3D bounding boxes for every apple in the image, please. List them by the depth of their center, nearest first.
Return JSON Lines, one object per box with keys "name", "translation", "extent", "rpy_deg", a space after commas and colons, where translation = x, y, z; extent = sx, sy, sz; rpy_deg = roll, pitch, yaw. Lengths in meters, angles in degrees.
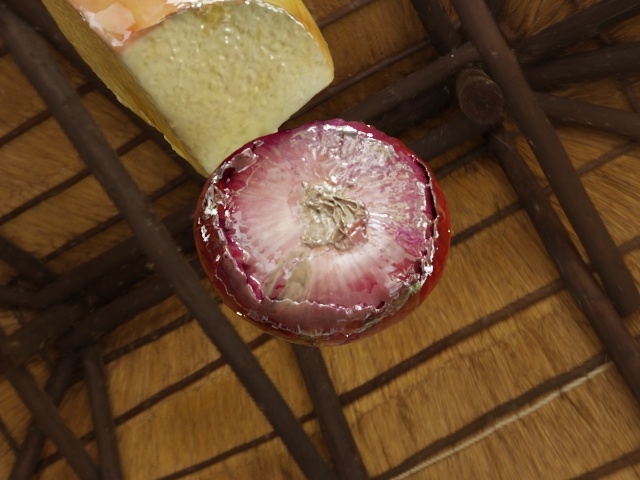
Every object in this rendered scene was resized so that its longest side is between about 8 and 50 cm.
{"name": "apple", "translation": [-0.173, -0.235, 0.861], "extent": [0.309, 0.314, 0.252], "rpy_deg": [48, -51, 36]}

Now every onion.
{"name": "onion", "translation": [0.001, -0.008, 0.733], "extent": [0.248, 0.161, 0.248], "rpy_deg": [1, -100, -6]}
